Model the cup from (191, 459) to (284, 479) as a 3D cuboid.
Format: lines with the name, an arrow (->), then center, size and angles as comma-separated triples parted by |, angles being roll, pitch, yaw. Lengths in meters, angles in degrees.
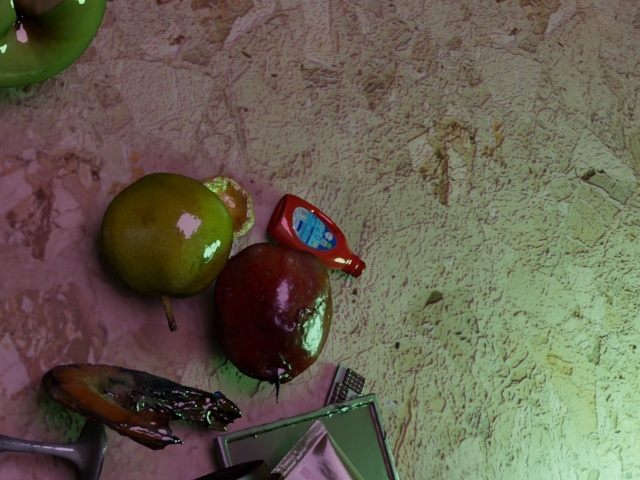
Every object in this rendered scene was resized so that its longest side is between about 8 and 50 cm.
cup -> -0.101, 0.425, 1.626 | 0.196, 0.196, 0.279 | -20, 88, -37

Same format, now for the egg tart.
egg tart -> -0.147, -0.047, 1.905 | 0.105, 0.039, 0.105 | 14, 61, -27

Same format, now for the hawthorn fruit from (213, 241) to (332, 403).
hawthorn fruit -> -0.070, 0.118, 1.790 | 0.181, 0.181, 0.235 | 20, 54, -23

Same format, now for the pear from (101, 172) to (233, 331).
pear -> -0.211, 0.016, 1.763 | 0.180, 0.166, 0.216 | 4, 85, 3

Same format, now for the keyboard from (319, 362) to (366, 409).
keyboard -> 0.024, 0.259, 1.884 | 0.055, 0.017, 0.166 | 32, 55, -17

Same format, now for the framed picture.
framed picture -> -0.005, 0.342, 1.807 | 0.281, 0.019, 0.209 | -9, 81, -35

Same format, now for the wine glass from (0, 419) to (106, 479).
wine glass -> -0.384, 0.248, 1.482 | 0.309, 0.264, 0.096 | 12, 89, -28

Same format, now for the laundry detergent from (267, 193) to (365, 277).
laundry detergent -> 0.000, 0.000, 1.975 | 0.165, 0.049, 0.097 | 33, 51, -18

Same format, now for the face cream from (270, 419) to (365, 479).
face cream -> 0.066, 0.415, 1.780 | 0.341, 0.084, 0.137 | 48, 68, -10

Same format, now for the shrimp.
shrimp -> -0.208, 0.217, 1.650 | 0.290, 0.222, 0.054 | 15, 95, -32

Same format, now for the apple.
apple -> -0.434, -0.351, 1.717 | 0.292, 0.292, 0.254 | -10, 51, -36
